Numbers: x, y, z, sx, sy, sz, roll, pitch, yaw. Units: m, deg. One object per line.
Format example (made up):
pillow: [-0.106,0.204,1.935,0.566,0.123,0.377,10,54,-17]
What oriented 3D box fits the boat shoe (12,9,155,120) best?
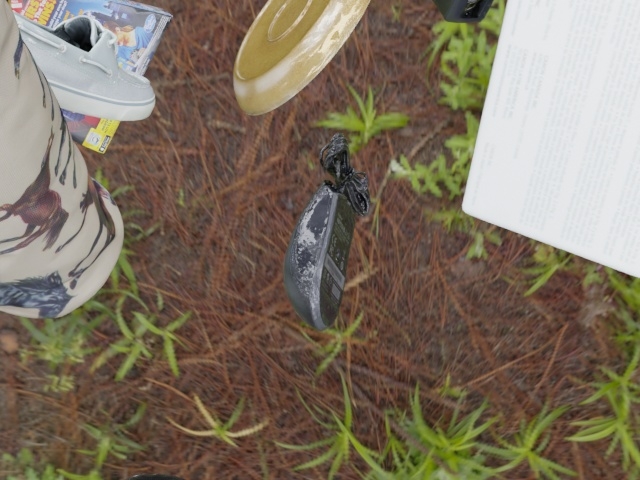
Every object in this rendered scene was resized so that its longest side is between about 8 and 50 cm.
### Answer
boat shoe: [-0.223,-0.166,0.938,0.079,0.227,0.081,33,104,27]

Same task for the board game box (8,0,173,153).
board game box: [-0.311,-0.234,1.235,0.194,0.060,0.194,25,99,-28]

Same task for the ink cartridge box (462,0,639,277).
ink cartridge box: [0.353,-0.112,1.008,0.385,0.091,0.308,21,121,21]

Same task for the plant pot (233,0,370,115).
plant pot: [-0.025,-0.245,1.141,0.032,0.236,0.236,35,79,-26]

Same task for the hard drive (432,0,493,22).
hard drive: [0.134,-0.347,1.049,0.054,0.255,0.172,-26,72,-13]

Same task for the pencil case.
pencil case: [-0.270,-0.081,0.795,0.159,0.410,0.184,0,65,2]

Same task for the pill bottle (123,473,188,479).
pill bottle: [-0.154,0.296,0.792,0.123,0.123,0.219,37,116,11]

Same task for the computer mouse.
computer mouse: [0.000,0.000,1.459,0.072,0.188,0.272,4,62,19]
